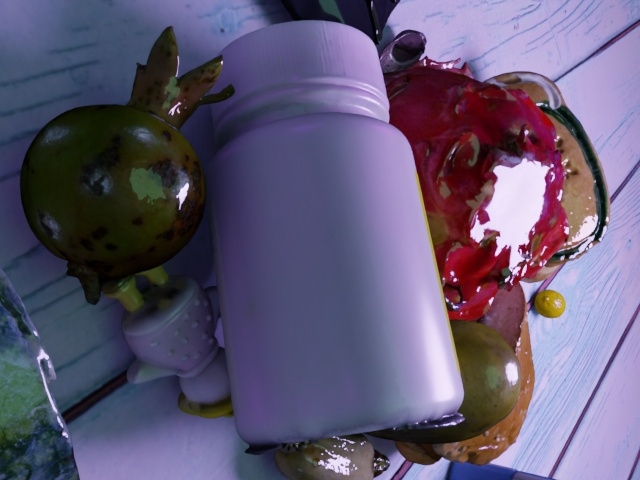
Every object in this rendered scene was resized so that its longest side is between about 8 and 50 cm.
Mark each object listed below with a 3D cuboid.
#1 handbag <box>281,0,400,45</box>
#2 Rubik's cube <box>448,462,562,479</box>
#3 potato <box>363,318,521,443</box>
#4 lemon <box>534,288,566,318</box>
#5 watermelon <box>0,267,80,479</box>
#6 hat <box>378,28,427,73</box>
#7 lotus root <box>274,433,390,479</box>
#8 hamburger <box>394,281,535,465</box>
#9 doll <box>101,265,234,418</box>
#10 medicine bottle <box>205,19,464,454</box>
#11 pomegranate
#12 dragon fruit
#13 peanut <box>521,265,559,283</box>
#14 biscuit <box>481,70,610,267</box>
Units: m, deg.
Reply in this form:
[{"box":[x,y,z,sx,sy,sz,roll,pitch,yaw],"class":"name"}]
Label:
[{"box":[0.030,-0.340,0.794,0.211,0.089,0.254,50,51,-32],"class":"handbag"},{"box":[0.386,0.590,0.985,0.346,0.347,0.344,44,57,-39],"class":"Rubik's cube"},{"box":[0.120,0.168,0.750,0.197,0.229,0.148,60,29,-63],"class":"potato"},{"box":[0.486,0.135,1.317,0.083,0.062,0.062,37,63,-46],"class":"lemon"},{"box":[-0.269,0.143,0.419,0.224,0.180,0.305,-12,107,-3],"class":"watermelon"},{"box":[0.118,-0.280,0.933,0.058,0.042,0.087,40,93,-25],"class":"hat"},{"box":[0.014,0.268,0.769,0.183,0.077,0.090,32,59,-41],"class":"lotus root"},{"box":[0.236,0.209,0.947,0.209,0.162,0.329,62,41,-38],"class":"hamburger"},{"box":[-0.131,0.103,0.609,0.129,0.081,0.207,-48,126,-34],"class":"doll"},{"box":[0.000,0.000,0.612,0.214,0.214,0.378,6,70,-48],"class":"medicine bottle"},{"box":[-0.148,-0.063,0.524,0.220,0.156,0.156,-46,123,-21],"class":"pomegranate"},{"box":[0.185,-0.070,0.827,0.387,0.249,0.370,3,86,-35],"class":"dragon fruit"},{"box":[0.390,-0.080,1.157,0.148,0.148,0.318,11,80,-48],"class":"peanut"},{"box":[0.339,-0.116,1.056,0.288,0.057,0.343,-20,85,-12],"class":"biscuit"}]
